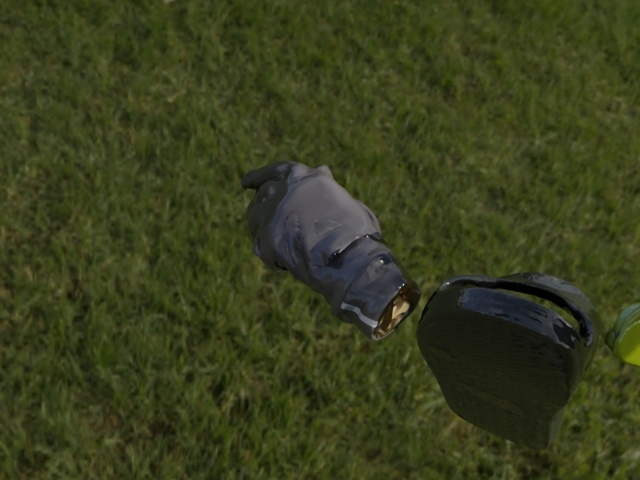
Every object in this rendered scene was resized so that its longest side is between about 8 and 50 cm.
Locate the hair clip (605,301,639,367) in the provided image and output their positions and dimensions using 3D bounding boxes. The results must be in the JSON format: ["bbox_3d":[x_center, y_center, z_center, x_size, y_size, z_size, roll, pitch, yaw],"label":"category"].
[{"bbox_3d":[0.233,0.053,0.617,0.188,0.060,0.033,2,23,-42],"label":"hair clip"}]

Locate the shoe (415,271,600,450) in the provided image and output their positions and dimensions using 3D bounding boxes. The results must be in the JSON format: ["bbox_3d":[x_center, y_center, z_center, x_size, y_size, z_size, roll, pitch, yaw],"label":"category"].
[{"bbox_3d":[0.134,0.067,0.718,0.108,0.241,0.093,22,69,19],"label":"shoe"}]

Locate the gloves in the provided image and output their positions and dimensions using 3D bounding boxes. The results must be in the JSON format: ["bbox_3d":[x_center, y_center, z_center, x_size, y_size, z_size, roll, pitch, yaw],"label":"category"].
[{"bbox_3d":[0.002,-0.005,1.085,0.142,0.119,0.285,-30,39,-25],"label":"gloves"}]
